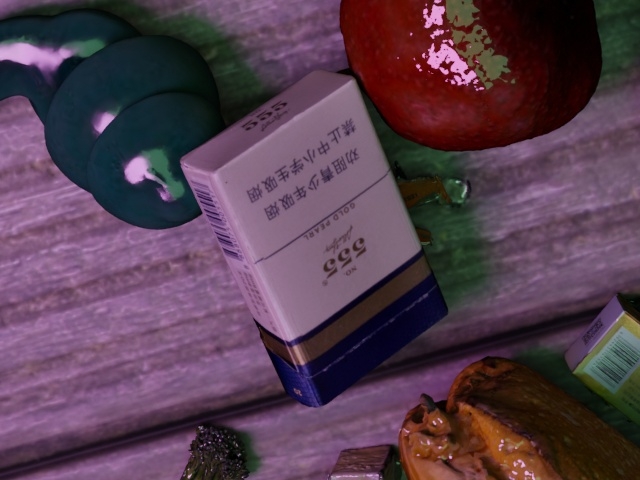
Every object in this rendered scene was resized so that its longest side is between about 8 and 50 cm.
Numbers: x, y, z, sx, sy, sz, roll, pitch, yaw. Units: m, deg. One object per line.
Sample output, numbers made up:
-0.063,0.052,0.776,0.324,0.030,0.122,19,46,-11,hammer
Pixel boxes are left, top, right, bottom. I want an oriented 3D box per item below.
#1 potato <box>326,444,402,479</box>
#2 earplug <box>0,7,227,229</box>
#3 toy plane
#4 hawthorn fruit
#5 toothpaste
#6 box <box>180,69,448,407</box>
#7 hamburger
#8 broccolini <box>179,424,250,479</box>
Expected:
0.041,0.268,1.819,0.061,0.086,0.122,4,106,14,potato
-0.211,-0.101,1.689,0.257,0.280,0.164,-22,137,-28,earplug
0.040,-0.055,1.743,0.135,0.062,0.188,-22,115,9,toy plane
0.105,-0.180,1.649,0.266,0.210,0.230,-19,106,17,hawthorn fruit
0.381,0.181,1.797,0.313,0.071,0.089,38,99,-8,toothpaste
0.000,0.000,1.655,0.168,0.071,0.259,-34,120,-22,box
0.204,0.237,1.700,0.314,0.290,0.170,36,97,-3,hamburger
-0.127,0.282,1.848,0.067,0.058,0.216,34,115,35,broccolini
